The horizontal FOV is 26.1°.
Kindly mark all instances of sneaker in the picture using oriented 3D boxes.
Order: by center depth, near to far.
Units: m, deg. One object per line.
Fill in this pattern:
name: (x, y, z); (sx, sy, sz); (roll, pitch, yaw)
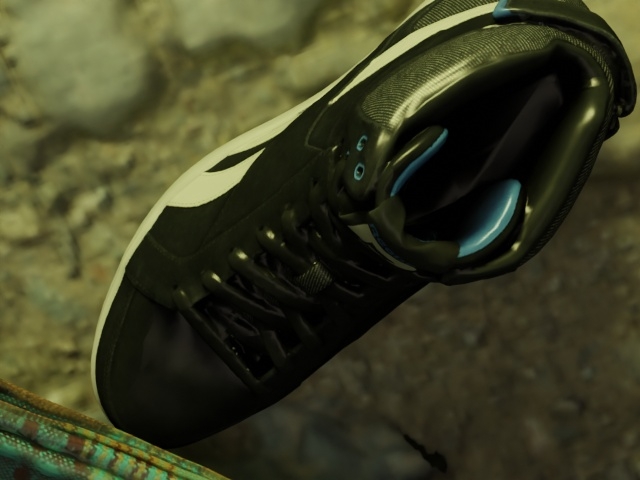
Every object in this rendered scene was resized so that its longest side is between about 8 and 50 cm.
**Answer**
sneaker: (0.000, 0.000, 0.425); (0.079, 0.121, 0.217); (44, 102, -11)

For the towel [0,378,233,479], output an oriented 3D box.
towel: (-0.015, 0.223, 0.518); (0.370, 0.040, 0.271); (25, 113, -8)
